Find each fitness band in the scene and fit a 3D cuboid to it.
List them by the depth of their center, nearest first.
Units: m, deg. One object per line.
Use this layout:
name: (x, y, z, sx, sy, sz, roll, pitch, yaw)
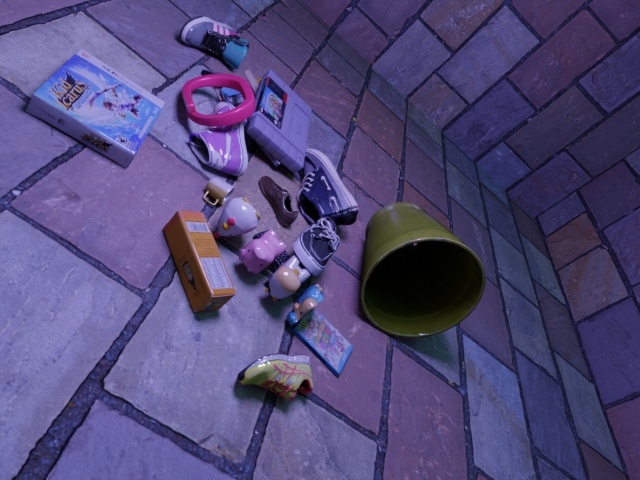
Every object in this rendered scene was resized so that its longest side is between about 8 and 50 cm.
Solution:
fitness band: (-0.311, -0.433, 1.461, 0.209, 0.054, 0.290, -11, 43, -13)

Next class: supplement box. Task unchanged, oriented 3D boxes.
supplement box: (-0.280, 0.045, 1.099, 0.080, 0.078, 0.233, 6, 52, -50)

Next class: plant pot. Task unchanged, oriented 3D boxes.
plant pot: (0.288, 0.056, 1.535, 0.367, 0.366, 0.353, 33, 24, -22)

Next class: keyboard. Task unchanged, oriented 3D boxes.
keyboard: (-0.118, 0.050, 1.332, 0.180, 0.023, 0.108, 52, 33, 8)

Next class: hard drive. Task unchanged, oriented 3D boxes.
hard drive: (-0.339, -0.578, 1.694, 0.094, 0.022, 0.135, 26, 22, 29)

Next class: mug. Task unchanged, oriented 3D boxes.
mug: (-0.282, -0.137, 1.306, 0.064, 0.062, 0.078, 37, 27, -3)

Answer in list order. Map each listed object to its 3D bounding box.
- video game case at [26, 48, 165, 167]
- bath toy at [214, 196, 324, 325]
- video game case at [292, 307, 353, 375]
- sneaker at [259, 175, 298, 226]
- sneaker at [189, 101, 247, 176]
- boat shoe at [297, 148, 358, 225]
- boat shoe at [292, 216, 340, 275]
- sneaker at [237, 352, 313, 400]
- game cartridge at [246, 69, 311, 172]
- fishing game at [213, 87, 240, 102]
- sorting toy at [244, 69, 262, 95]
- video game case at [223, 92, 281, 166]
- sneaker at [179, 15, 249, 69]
video game case: (-0.549, -0.339, 1.205, 0.244, 0.061, 0.269, 30, 37, -23)
bath toy: (-0.141, 0.047, 1.221, 0.348, 0.129, 0.151, 50, -4, 0)
video game case: (0.009, 0.261, 1.264, 0.166, 0.015, 0.119, 46, 32, -3)
sneaker: (-0.121, -0.136, 1.476, 0.066, 0.071, 0.188, -6, 61, -52)
sneaker: (-0.317, -0.328, 1.429, 0.161, 0.102, 0.282, 10, 48, -39)
boat shoe: (-0.023, -0.182, 1.603, 0.158, 0.127, 0.340, -13, 54, -36)
boat shoe: (0.003, 0.003, 1.367, 0.113, 0.105, 0.306, 50, 14, -6)
sneaker: (-0.087, 0.305, 1.048, 0.209, 0.081, 0.094, 10, 51, -44)
game cartridge: (-0.133, -0.423, 1.656, 0.230, 0.068, 0.354, 42, 37, -34)
fishing game: (-0.279, -0.469, 1.675, 0.264, 0.041, 0.189, 4, 54, -59)
sorting toy: (-0.187, -0.537, 1.806, 0.193, 0.038, 0.208, 62, 18, 20)
video game case: (-0.199, -0.390, 1.646, 0.274, 0.026, 0.196, 52, 26, -9)
sneaker: (-0.366, -0.718, 1.766, 0.178, 0.123, 0.295, 42, 31, 9)
